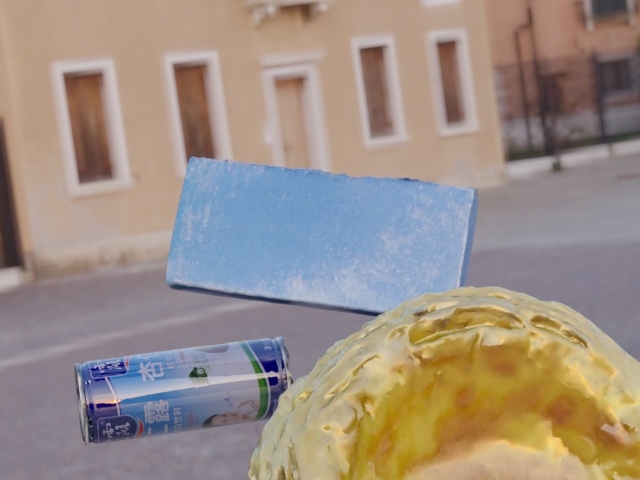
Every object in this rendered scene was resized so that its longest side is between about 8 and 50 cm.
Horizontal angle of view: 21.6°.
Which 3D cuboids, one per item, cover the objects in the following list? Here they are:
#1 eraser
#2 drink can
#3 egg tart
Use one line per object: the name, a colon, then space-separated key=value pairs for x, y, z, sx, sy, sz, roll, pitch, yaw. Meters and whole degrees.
eraser: x=0.000 y=0.000 z=1.702 sx=0.312 sy=0.144 sz=0.042 roll=7 pitch=-10 yaw=19
drink can: x=-0.152 y=0.167 z=1.874 sx=0.235 sy=0.097 sz=0.097 roll=-6 pitch=4 yaw=-11
egg tart: x=0.125 y=0.224 z=1.241 sx=0.388 sy=0.387 sz=0.169 roll=-9 pitch=-24 yaw=-15
